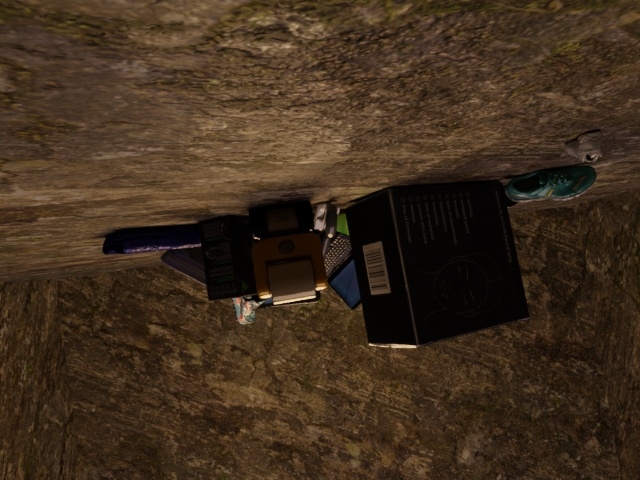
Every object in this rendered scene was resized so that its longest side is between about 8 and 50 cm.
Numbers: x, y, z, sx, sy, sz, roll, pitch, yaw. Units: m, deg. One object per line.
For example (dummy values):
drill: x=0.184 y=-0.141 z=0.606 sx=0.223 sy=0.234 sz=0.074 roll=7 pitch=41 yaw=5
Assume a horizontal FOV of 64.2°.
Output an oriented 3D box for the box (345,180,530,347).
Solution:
box: x=0.383 y=0.073 z=1.695 sx=0.472 sy=0.479 sz=0.297 roll=-7 pitch=174 yaw=-26

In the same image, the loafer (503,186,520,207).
loafer: x=0.680 y=-0.158 z=1.941 sx=0.269 sy=0.101 sz=0.092 roll=-22 pitch=169 yaw=32

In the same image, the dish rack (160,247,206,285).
dish rack: x=-0.455 y=0.081 z=1.984 sx=0.286 sy=0.072 sz=0.333 roll=28 pitch=-174 yaw=-11

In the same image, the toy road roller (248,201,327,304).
toy road roller: x=-0.099 y=0.053 z=1.589 sx=0.203 sy=0.329 sz=0.240 roll=-9 pitch=155 yaw=-3

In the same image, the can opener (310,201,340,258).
can opener: x=0.000 y=0.000 z=1.685 sx=0.076 sy=0.283 sz=0.095 roll=10 pitch=-144 yaw=-7

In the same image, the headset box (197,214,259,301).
headset box: x=-0.268 y=0.066 z=1.717 sx=0.131 sy=0.282 sz=0.246 roll=-10 pitch=176 yaw=26

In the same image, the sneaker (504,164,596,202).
sneaker: x=0.737 y=-0.182 z=1.638 sx=0.276 sy=0.106 sz=0.110 roll=-12 pitch=163 yaw=20

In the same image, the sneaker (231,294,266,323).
sneaker: x=-0.264 y=0.239 z=1.940 sx=0.125 sy=0.104 sz=0.261 roll=1 pitch=141 yaw=5

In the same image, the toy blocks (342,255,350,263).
toy blocks: x=0.267 y=0.109 z=2.322 sx=0.309 sy=0.259 sz=0.288 roll=1 pitch=161 yaw=-14

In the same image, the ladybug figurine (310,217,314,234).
ladybug figurine: x=-0.188 y=0.012 z=2.020 sx=0.450 sy=0.161 sz=0.305 roll=-10 pitch=176 yaw=17

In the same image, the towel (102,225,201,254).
towel: x=-0.547 y=-0.004 z=1.709 sx=0.308 sy=0.076 sz=0.228 roll=-6 pitch=-177 yaw=-40

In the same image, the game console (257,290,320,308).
game console: x=-0.163 y=0.167 z=1.962 sx=0.294 sy=0.250 sz=0.173 roll=-7 pitch=-162 yaw=6

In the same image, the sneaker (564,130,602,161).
sneaker: x=0.602 y=-0.205 z=1.169 sx=0.054 sy=0.061 sz=0.152 roll=-11 pitch=178 yaw=11

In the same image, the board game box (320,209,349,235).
board game box: x=0.100 y=-0.060 z=1.966 sx=0.260 sy=0.124 sz=0.039 roll=-4 pitch=-144 yaw=-38

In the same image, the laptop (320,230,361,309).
laptop: x=0.069 y=0.108 z=1.818 sx=0.265 sy=0.136 sz=0.234 roll=19 pitch=126 yaw=-34
